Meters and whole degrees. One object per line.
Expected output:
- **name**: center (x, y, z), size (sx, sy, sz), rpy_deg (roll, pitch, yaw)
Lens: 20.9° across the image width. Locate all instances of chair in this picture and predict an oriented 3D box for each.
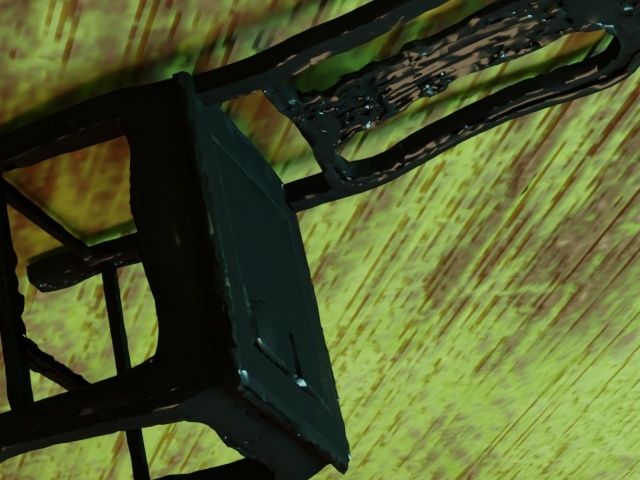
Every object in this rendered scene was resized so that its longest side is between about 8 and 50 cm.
- **chair**: center (0.000, 0.000, 0.517), size (0.229, 0.113, 0.106), rpy_deg (-18, 156, 12)
